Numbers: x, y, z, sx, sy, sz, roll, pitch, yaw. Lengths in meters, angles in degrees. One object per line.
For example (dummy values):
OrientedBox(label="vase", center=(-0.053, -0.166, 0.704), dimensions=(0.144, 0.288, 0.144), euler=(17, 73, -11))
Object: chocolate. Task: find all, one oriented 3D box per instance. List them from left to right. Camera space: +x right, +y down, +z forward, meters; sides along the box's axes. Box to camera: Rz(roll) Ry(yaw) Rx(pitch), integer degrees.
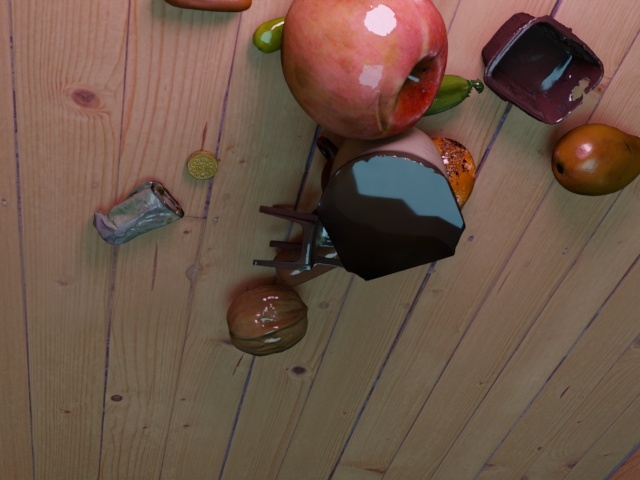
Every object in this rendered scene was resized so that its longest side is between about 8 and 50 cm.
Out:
OrientedBox(label="chocolate", center=(0.176, -0.124, 1.671), dimensions=(0.314, 0.297, 0.326), euler=(-19, 114, 21))

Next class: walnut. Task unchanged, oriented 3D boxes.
OrientedBox(label="walnut", center=(-0.164, 0.248, 2.136), dimensions=(0.261, 0.225, 0.225), euler=(-17, 133, -3))

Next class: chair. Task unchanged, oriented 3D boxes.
OrientedBox(label="chair", center=(0.000, 0.000, 1.872), dimensions=(0.326, 0.183, 0.176), euler=(8, 102, 8))

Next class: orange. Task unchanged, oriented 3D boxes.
OrientedBox(label="orange", center=(0.319, -0.165, 1.872), dimensions=(0.234, 0.182, 0.234), euler=(-18, 135, -19))

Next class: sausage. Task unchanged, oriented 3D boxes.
OrientedBox(label="sausage", center=(-0.247, -0.538, 1.484), dimensions=(0.197, 0.076, 0.076), euler=(2, 132, -11))
OrientedBox(label="sausage", center=(0.010, 0.033, 2.030), dimensions=(0.304, 0.121, 0.121), euler=(-27, 132, 11))

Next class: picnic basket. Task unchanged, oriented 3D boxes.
OrientedBox(label="picnic basket", center=(0.536, -0.442, 1.690), dimensions=(0.296, 0.129, 0.222), euler=(24, 122, -30))

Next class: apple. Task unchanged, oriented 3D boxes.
OrientedBox(label="apple", center=(0.086, -0.407, 1.484), dimensions=(0.363, 0.364, 0.364), euler=(-6, 133, -6))

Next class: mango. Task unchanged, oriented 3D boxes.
OrientedBox(label="mango", center=(-0.105, -0.478, 1.578), dimensions=(0.108, 0.056, 0.073), euler=(-30, 137, 12))
OrientedBox(label="mango", center=(0.791, -0.225, 1.920), dimensions=(0.317, 0.173, 0.211), euler=(-1, 128, -27))

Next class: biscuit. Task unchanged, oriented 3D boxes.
OrientedBox(label="biscuit", center=(-0.315, -0.200, 1.816), dimensions=(0.084, 0.023, 0.084), euler=(-6, 133, -6))

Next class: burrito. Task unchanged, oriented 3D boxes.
OrientedBox(label="burrito", center=(-0.504, -0.063, 1.865), dimensions=(0.229, 0.089, 0.144), euler=(-29, 129, 13))

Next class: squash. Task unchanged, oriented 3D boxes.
OrientedBox(label="squash", center=(0.226, -0.358, 1.728), dimensions=(0.378, 0.101, 0.101), euler=(-12, 133, -2))

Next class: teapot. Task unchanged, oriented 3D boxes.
OrientedBox(label="teapot", center=(0.064, -0.180, 1.852), dimensions=(0.178, 0.135, 0.252), euler=(-45, 112, -15))
